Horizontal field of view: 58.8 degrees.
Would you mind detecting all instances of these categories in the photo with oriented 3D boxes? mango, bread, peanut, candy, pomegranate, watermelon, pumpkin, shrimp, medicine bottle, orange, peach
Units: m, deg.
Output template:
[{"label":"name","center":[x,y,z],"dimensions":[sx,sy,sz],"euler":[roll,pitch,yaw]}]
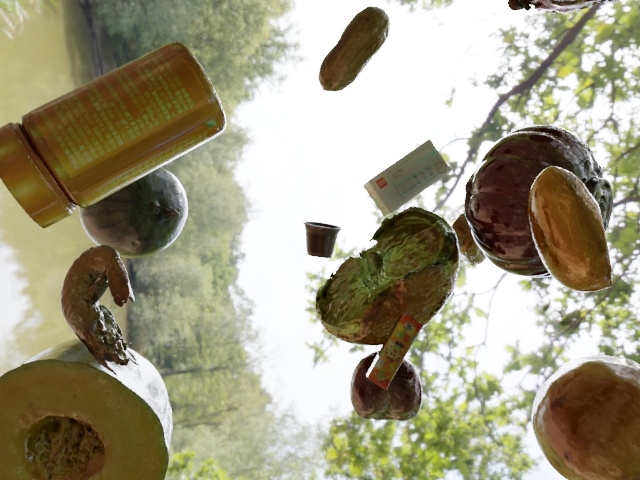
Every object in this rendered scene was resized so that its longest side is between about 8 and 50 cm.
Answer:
[{"label":"mango","center":[0.375,-0.015,0.865],"dimensions":[0.217,0.102,0.141],"euler":[62,21,-24]},{"label":"bread","center":[0.516,-0.002,1.929],"dimensions":[0.107,0.241,0.136],"euler":[38,-88,31]},{"label":"peanut","center":[0.077,-0.442,1.327],"dimensions":[0.226,0.095,0.108],"euler":[-51,-166,15]},{"label":"candy","center":[0.120,0.180,0.927],"dimensions":[0.122,0.038,0.062],"euler":[-59,174,-8]},{"label":"pomegranate","center":[0.780,0.505,1.502],"dimensions":[0.410,0.410,0.410],"euler":[176,-90,-73]},{"label":"watermelon","center":[-0.519,-0.089,1.591],"dimensions":[0.359,0.279,0.278],"euler":[3,-83,52]},{"label":"pumpkin","center":[-0.414,0.336,1.016],"dimensions":[0.199,0.332,0.332],"euler":[-77,165,-83]},{"label":"shrimp","center":[-0.344,0.107,0.897],"dimensions":[0.150,0.068,0.248],"euler":[-53,-125,17]},{"label":"medicine bottle","center":[-0.191,-0.098,0.519],"dimensions":[0.096,0.192,0.096],"euler":[53,-14,19]},{"label":"orange","center":[0.154,0.083,1.205],"dimensions":[0.334,0.196,0.262],"euler":[-49,-146,14]},{"label":"peach","center":[0.132,0.297,1.180],"dimensions":[0.152,0.152,0.152],"euler":[176,-90,-73]}]

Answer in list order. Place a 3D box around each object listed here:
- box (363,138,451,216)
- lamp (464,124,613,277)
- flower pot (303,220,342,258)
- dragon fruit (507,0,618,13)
[{"label":"box","center":[0.283,-0.202,1.840],"dimensions":[0.135,0.269,0.079],"euler":[55,-13,-2]},{"label":"lamp","center":[0.425,-0.076,1.122],"dimensions":[0.257,0.303,0.303],"euler":[9,-75,45]},{"label":"flower pot","center":[0.000,0.000,1.554],"dimensions":[0.111,0.111,0.089],"euler":[-149,-114,-69]},{"label":"dragon fruit","center":[0.521,-0.600,1.070],"dimensions":[0.263,0.296,0.314],"euler":[157,-54,-82]}]
